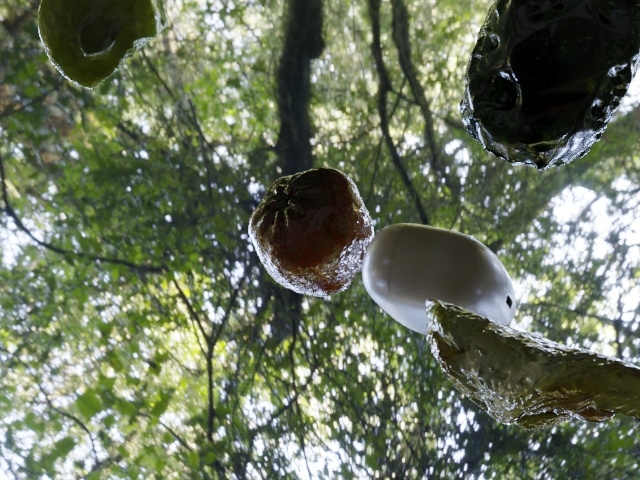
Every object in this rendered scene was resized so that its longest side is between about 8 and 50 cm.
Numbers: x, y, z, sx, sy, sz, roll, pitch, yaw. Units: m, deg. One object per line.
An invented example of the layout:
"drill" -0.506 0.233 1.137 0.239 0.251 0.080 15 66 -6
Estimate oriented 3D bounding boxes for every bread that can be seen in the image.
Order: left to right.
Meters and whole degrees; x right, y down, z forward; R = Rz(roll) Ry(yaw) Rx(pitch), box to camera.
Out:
"bread" -0.232 -0.237 0.834 0.129 0.111 0.114 -30 -167 12

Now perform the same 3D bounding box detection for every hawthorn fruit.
"hawthorn fruit" 0.000 0.000 1.001 0.157 0.194 0.157 -15 -127 20

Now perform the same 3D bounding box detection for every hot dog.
"hot dog" 0.129 0.087 0.491 0.169 0.078 0.061 18 -90 47

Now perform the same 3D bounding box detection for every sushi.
"sushi" 0.191 -0.165 0.600 0.124 0.127 0.225 23 -77 2

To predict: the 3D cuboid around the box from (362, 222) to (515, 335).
"box" 0.124 0.048 0.802 0.146 0.200 0.088 10 -108 27
